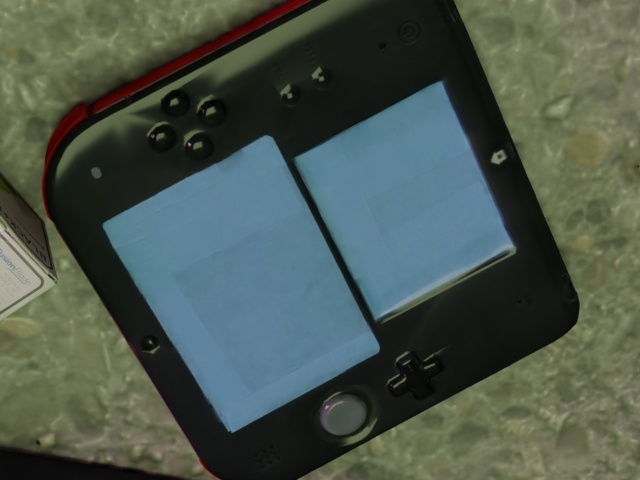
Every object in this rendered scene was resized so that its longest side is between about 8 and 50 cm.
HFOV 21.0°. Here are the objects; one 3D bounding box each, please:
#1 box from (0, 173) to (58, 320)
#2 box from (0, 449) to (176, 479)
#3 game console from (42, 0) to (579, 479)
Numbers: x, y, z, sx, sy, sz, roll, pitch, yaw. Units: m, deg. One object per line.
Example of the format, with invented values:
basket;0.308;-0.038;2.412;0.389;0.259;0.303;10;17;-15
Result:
box;-0.359;0.034;1.270;0.290;0.087;0.169;-34;125;8
box;-0.136;0.379;1.458;0.395;0.212;0.293;14;116;-21
game console;0.000;0.000;1.359;0.342;0.060;0.386;-26;123;2
